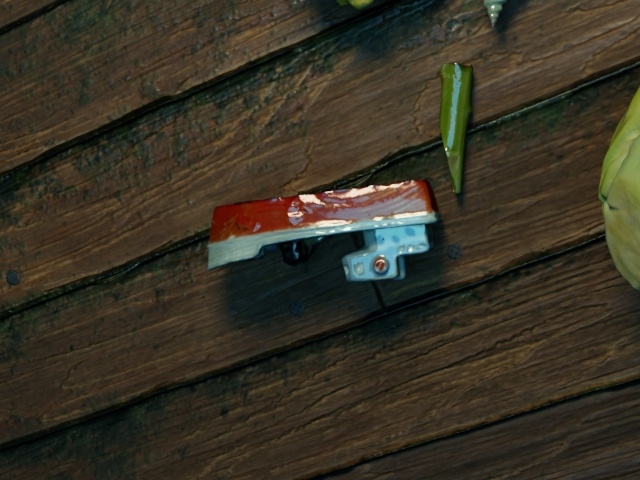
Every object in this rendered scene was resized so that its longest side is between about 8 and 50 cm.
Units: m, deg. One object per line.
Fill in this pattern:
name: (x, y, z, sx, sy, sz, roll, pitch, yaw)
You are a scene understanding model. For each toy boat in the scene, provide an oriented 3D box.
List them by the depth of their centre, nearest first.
toy boat: (0.000, 0.000, 1.342, 0.332, 0.145, 0.133, -6, 92, 11)

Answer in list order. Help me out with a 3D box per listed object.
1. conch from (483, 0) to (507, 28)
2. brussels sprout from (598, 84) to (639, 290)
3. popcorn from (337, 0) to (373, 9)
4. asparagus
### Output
conch: (0.241, -0.363, 1.263, 0.088, 0.065, 0.180, 8, 93, 13)
brussels sprout: (0.489, -0.082, 1.143, 0.344, 0.268, 0.344, 1, 84, -6)
popcorn: (0.059, -0.419, 1.237, 0.181, 0.217, 0.235, -5, 107, 41)
asparagus: (0.180, -0.151, 1.329, 0.041, 0.045, 0.178, 14, 106, 44)
